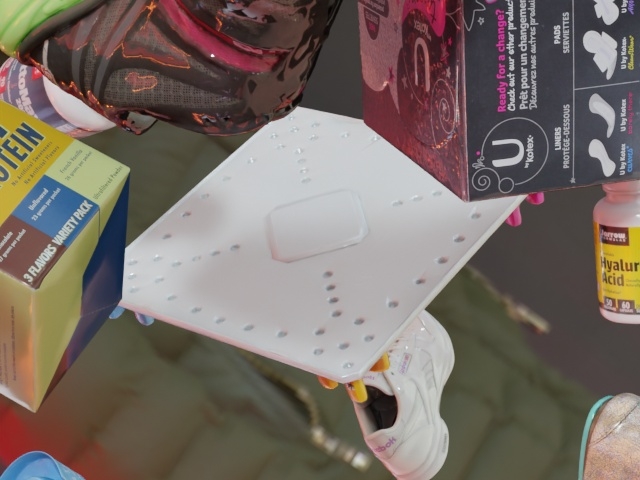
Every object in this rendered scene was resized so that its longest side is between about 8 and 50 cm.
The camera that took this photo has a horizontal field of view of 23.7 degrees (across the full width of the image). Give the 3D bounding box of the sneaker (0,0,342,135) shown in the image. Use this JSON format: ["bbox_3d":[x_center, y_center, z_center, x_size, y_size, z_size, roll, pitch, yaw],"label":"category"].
[{"bbox_3d":[-0.047,-0.188,1.054,0.483,0.202,0.185,-11,39,54],"label":"sneaker"}]

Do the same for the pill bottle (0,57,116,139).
[{"bbox_3d":[-0.244,-0.158,1.529,0.180,0.108,0.108,-12,46,52],"label":"pill bottle"}]

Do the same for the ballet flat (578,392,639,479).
[{"bbox_3d":[0.275,0.289,1.359,0.106,0.316,0.107,21,34,33],"label":"ballet flat"}]

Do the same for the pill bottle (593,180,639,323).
[{"bbox_3d":[0.239,0.000,1.148,0.065,0.065,0.116,-143,45,-70],"label":"pill bottle"}]

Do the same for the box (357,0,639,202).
[{"bbox_3d":[0.123,-0.142,1.118,0.247,0.142,0.163,-133,36,-66],"label":"box"}]

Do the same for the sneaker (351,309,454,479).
[{"bbox_3d":[0.113,0.192,2.165,0.114,0.152,0.305,-29,40,27],"label":"sneaker"}]

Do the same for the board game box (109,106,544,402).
[{"bbox_3d":[0.000,0.000,1.728,0.390,0.050,0.390,15,46,37],"label":"board game box"}]

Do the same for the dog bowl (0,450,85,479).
[{"bbox_3d":[-0.363,0.428,2.097,0.166,0.074,0.297,-48,46,15],"label":"dog bowl"}]

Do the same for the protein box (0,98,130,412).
[{"bbox_3d":[-0.276,-0.003,1.228,0.136,0.201,0.200,-56,-11,-33],"label":"protein box"}]
